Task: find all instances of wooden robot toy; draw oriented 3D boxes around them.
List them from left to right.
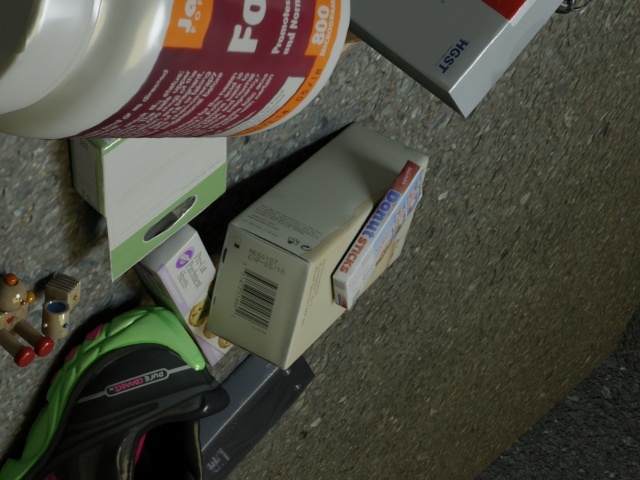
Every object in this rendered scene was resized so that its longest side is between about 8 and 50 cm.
[{"bbox_3d":[-0.290,0.067,1.599,0.173,0.076,0.079,-30,141,-44],"label":"wooden robot toy"}]

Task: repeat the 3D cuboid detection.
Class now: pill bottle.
[{"bbox_3d":[-0.158,-0.185,1.207,0.224,0.224,0.392,-58,159,19],"label":"pill bottle"}]

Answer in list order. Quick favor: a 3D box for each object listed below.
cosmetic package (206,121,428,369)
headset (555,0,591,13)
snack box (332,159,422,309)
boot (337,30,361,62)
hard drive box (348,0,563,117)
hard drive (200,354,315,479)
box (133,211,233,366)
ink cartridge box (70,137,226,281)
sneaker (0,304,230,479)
[{"bbox_3d":[0.000,0.000,1.930,0.309,0.113,0.160,-42,152,-51],"label":"cosmetic package"},{"bbox_3d":[0.352,-0.458,2.009,0.394,0.185,0.243,-63,166,-9],"label":"headset"},{"bbox_3d":[0.067,-0.007,1.888,0.178,0.022,0.064,-56,160,-25],"label":"snack box"},{"bbox_3d":[0.002,-0.199,1.803,0.118,0.042,0.087,-28,156,-45],"label":"boot"},{"bbox_3d":[0.106,-0.264,1.617,0.181,0.232,0.089,-51,160,0],"label":"hard drive box"},{"bbox_3d":[-0.118,0.251,2.300,0.254,0.054,0.172,-48,160,-8],"label":"hard drive"},{"bbox_3d":[-0.152,0.056,1.874,0.067,0.063,0.324,-48,160,-13],"label":"box"},{"bbox_3d":[-0.164,-0.082,1.622,0.171,0.056,0.235,-40,161,-26],"label":"ink cartridge box"},{"bbox_3d":[-0.253,0.302,1.886,0.185,0.202,0.483,-21,145,-52],"label":"sneaker"}]
